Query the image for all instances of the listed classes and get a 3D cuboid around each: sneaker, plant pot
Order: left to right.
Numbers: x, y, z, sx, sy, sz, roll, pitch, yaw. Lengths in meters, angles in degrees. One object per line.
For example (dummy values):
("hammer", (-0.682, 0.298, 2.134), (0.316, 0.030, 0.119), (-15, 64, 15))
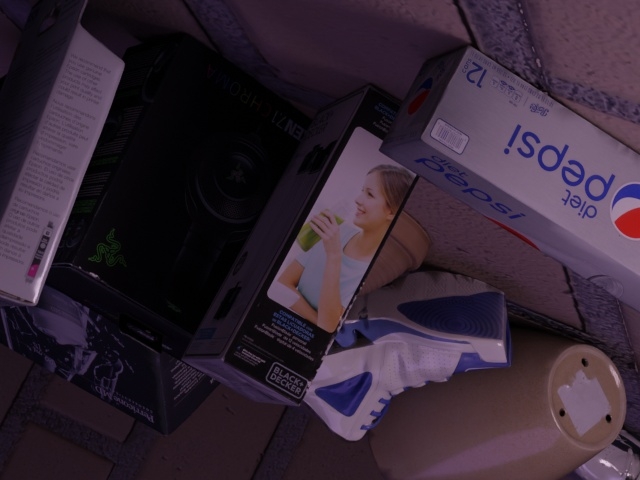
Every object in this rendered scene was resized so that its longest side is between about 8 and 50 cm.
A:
("plant pot", (0.000, 0.000, 1.926), (0.237, 0.110, 0.237), (25, 167, 6))
("sneaker", (0.079, 0.145, 2.007), (0.315, 0.127, 0.182), (0, 126, 13))
("plant pot", (0.239, 0.212, 2.057), (0.256, 0.256, 0.274), (33, 152, -25))
("sneaker", (0.473, 0.326, 2.307), (0.235, 0.094, 0.153), (30, 166, -15))

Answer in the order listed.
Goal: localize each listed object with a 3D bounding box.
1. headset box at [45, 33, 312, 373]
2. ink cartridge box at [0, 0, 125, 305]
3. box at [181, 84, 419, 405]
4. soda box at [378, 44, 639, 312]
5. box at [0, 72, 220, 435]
("headset box", (-0.133, -0.022, 1.686), (0.246, 0.283, 0.131), (34, 161, -28))
("ink cartridge box", (-0.283, -0.095, 1.633), (0.071, 0.330, 0.324), (24, 170, -19))
("box", (-0.010, 0.007, 1.554), (0.087, 0.290, 0.169), (31, 169, -12))
("soda box", (0.198, -0.045, 1.369), (0.286, 0.091, 0.098), (31, 168, -15))
("box", (-0.269, 0.011, 1.974), (0.343, 0.179, 0.312), (25, 140, 25))
